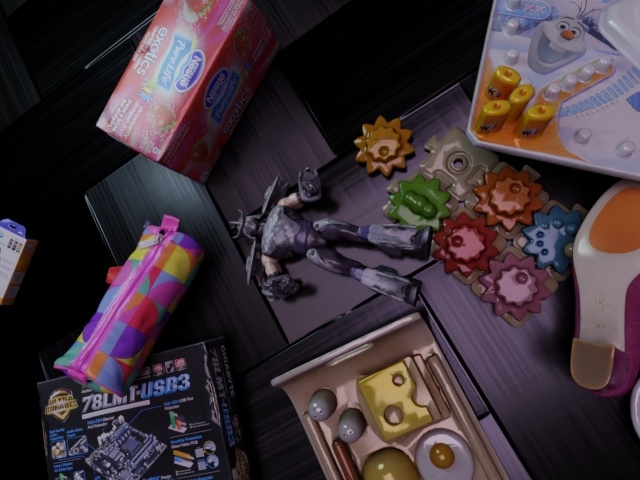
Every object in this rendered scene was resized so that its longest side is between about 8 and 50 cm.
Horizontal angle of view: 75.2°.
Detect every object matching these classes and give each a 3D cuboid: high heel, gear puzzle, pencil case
[{"bbox_3d":[0.343,0.056,0.476,0.082,0.117,0.244,3,76,44],"label":"high heel"},{"bbox_3d":[0.184,-0.059,0.547,0.339,0.044,0.175,43,95,14],"label":"gear puzzle"},{"bbox_3d":[-0.250,0.085,0.567,0.104,0.104,0.237,15,64,14],"label":"pencil case"}]

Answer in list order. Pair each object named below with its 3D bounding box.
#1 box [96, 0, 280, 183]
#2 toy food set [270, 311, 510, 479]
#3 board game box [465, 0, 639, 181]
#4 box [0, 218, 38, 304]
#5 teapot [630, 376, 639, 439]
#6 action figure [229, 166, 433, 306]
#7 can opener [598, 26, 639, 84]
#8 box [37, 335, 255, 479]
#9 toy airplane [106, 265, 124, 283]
[{"bbox_3d":[-0.185,-0.231,0.610,0.122,0.128,0.257,30,91,15],"label":"box"},{"bbox_3d":[0.095,0.270,0.510,0.219,0.092,0.306,-28,79,9],"label":"toy food set"},{"bbox_3d":[0.392,-0.243,0.452,0.389,0.050,0.391,14,74,9],"label":"board game box"},{"bbox_3d":[-0.547,0.034,0.722,0.081,0.028,0.136,22,87,15],"label":"box"},{"bbox_3d":[0.482,0.145,0.377,0.255,0.253,0.187,-10,51,-3],"label":"teapot"},{"bbox_3d":[0.000,0.000,0.560,0.284,0.099,0.186,13,94,18],"label":"action figure"},{"bbox_3d":[0.371,-0.119,0.488,0.093,0.074,0.281,-31,69,48],"label":"can opener"},{"bbox_3d":[-0.250,0.316,0.598,0.295,0.073,0.294,-16,80,12],"label":"box"},{"bbox_3d":[-0.280,0.082,0.652,0.151,0.028,0.151,-1,84,12],"label":"toy airplane"}]
